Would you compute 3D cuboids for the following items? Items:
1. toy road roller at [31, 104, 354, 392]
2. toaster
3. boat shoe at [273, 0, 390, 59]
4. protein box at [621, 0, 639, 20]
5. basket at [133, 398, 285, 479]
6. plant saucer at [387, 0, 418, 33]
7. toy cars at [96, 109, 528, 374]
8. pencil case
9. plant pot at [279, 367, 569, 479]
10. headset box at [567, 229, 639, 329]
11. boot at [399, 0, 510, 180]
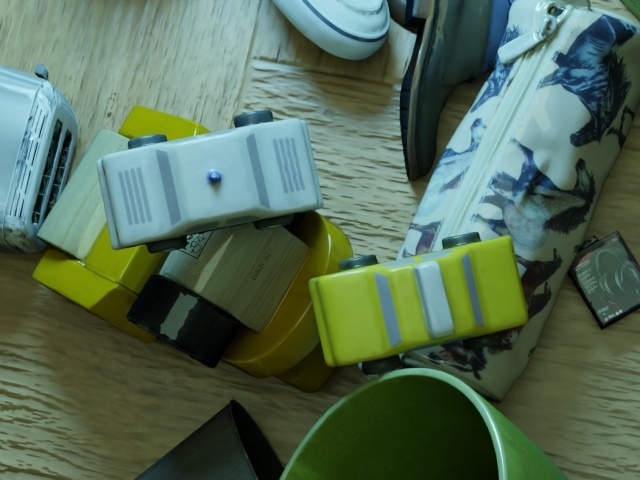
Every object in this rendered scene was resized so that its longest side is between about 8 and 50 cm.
[{"bbox_3d":[-0.099,0.025,1.454,0.329,0.240,0.202,21,78,49],"label":"toy road roller"},{"bbox_3d":[-0.341,-0.077,1.519,0.146,0.129,0.227,11,78,8],"label":"toaster"},{"bbox_3d":[0.000,-0.369,1.509,0.136,0.156,0.367,-5,65,-39],"label":"boat shoe"},{"bbox_3d":[0.400,-0.240,1.414,0.136,0.201,0.200,-39,75,-1],"label":"protein box"},{"bbox_3d":[-0.131,0.294,1.401,0.227,0.154,0.204,-31,74,4],"label":"basket"},{"bbox_3d":[0.134,-0.292,1.553,0.168,0.029,0.168,-1,77,7],"label":"plant saucer"},{"bbox_3d":[0.000,0.000,1.258,0.393,0.087,0.176,29,83,-5],"label":"toy cars"},{"bbox_3d":[0.171,-0.038,1.411,0.160,0.183,0.410,19,80,43],"label":"pencil case"},{"bbox_3d":[0.144,0.290,1.279,0.275,0.293,0.275,-31,44,35],"label":"plant pot"},{"bbox_3d":[0.280,0.035,1.458,0.062,0.032,0.083,-29,77,1],"label":"headset box"},{"bbox_3d":[0.136,-0.166,1.494,0.106,0.082,0.219,3,96,-5],"label":"boot"}]
